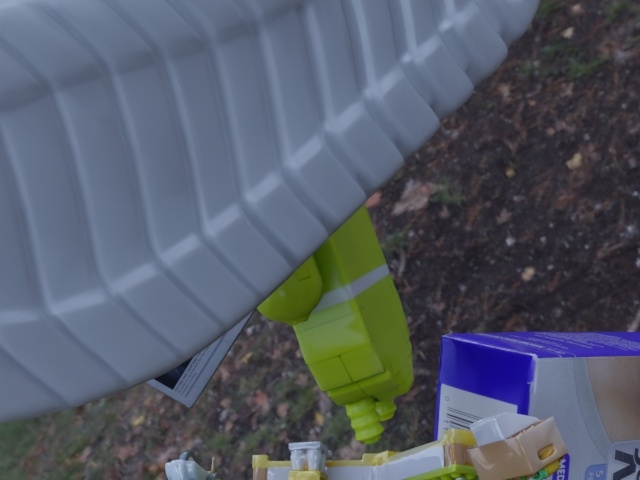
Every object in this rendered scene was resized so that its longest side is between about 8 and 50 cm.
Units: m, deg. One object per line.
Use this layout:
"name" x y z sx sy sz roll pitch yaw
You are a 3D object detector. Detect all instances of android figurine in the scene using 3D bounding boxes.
"android figurine" 0.000 0.000 0.616 0.056 0.273 0.248 -19 1 12

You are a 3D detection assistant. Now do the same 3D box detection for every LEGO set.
"LEGO set" 0.035 0.193 0.612 0.286 0.132 0.107 -12 63 24

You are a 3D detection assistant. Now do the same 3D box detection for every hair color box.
"hair color box" 0.250 0.171 0.725 0.338 0.185 0.110 3 2 -34

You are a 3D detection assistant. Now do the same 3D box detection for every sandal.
"sandal" -0.057 -0.055 0.429 0.416 0.169 0.102 -32 15 -23

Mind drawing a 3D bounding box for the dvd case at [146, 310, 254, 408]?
"dvd case" -0.195 0.048 0.974 0.179 0.238 0.029 -57 9 9
